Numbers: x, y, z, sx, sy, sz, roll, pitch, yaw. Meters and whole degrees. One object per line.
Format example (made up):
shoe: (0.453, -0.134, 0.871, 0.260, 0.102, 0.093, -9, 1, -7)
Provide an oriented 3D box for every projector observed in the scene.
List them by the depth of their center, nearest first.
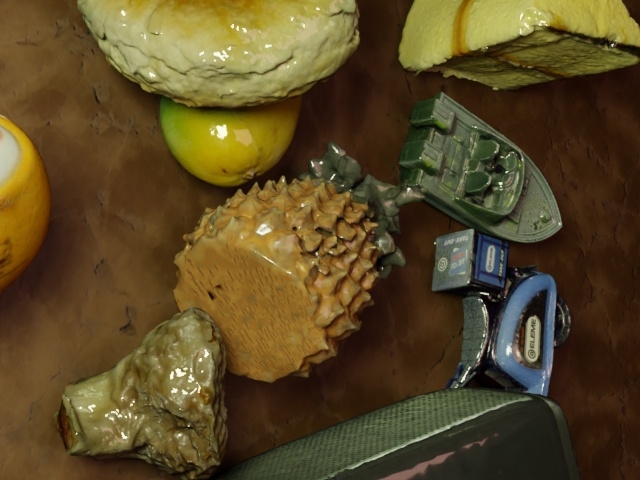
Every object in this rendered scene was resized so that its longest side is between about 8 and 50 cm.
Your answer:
projector: (0.103, 0.401, 1.325, 0.405, 0.242, 0.395, -17, 94, -27)

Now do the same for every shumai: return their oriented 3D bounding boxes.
shumai: (-0.186, 0.165, 1.203, 0.176, 0.205, 0.166, 2, 46, -14)

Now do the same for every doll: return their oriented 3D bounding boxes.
doll: (-0.371, -0.046, 1.073, 0.213, 0.213, 0.236, -22, 56, -40)

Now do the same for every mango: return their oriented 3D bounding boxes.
mango: (-0.096, -0.172, 1.345, 0.157, 0.114, 0.251, 16, 51, 2)

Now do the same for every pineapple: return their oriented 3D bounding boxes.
pineapple: (-0.002, 0.000, 1.362, 0.357, 0.223, 0.222, -42, 111, -48)

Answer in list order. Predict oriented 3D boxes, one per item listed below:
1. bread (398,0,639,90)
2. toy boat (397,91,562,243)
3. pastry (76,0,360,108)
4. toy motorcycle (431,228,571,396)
bread: (0.274, -0.262, 1.576, 0.236, 0.263, 0.198, 39, 64, -30)
toy boat: (0.237, -0.084, 1.629, 0.320, 0.092, 0.141, 29, 69, -35)
pastry: (-0.106, -0.266, 1.255, 0.329, 0.330, 0.136, -54, 156, -31)
toy motorcycle: (0.225, 0.180, 1.575, 0.213, 0.125, 0.358, 16, 72, -29)
